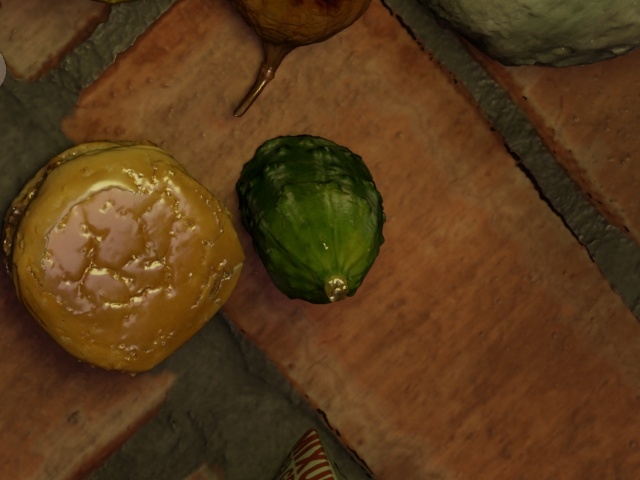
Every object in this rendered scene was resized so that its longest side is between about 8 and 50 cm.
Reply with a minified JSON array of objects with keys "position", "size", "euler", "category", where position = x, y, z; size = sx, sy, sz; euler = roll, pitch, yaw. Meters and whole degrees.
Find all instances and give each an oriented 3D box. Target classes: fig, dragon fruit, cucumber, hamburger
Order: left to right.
[{"position":[-0.180,0.010,1.716],"size":[0.213,0.108,0.214],"euler":[-5,108,-14],"category":"hamburger"},{"position":[-0.023,-0.203,1.695],"size":[0.146,0.134,0.201],"euler":[18,126,14],"category":"fig"},{"position":[-0.002,-0.002,1.677],"size":[0.134,0.244,0.134],"euler":[-3,110,-7],"category":"cucumber"},{"position":[0.199,-0.255,1.665],"size":[0.283,0.221,0.204],"euler":[39,88,-20],"category":"dragon fruit"}]

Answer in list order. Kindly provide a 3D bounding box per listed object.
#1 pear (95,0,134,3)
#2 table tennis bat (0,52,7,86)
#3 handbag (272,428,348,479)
[{"position":[-0.186,-0.357,1.546],"size":[0.284,0.285,0.336],"euler":[-7,73,-10],"category":"pear"},{"position":[-0.317,-0.143,1.694],"size":[0.083,0.007,0.050],"euler":[-28,108,-5],"category":"table tennis bat"},{"position":[-0.032,0.334,1.799],"size":[0.151,0.171,0.298],"euler":[9,98,-10],"category":"handbag"}]
